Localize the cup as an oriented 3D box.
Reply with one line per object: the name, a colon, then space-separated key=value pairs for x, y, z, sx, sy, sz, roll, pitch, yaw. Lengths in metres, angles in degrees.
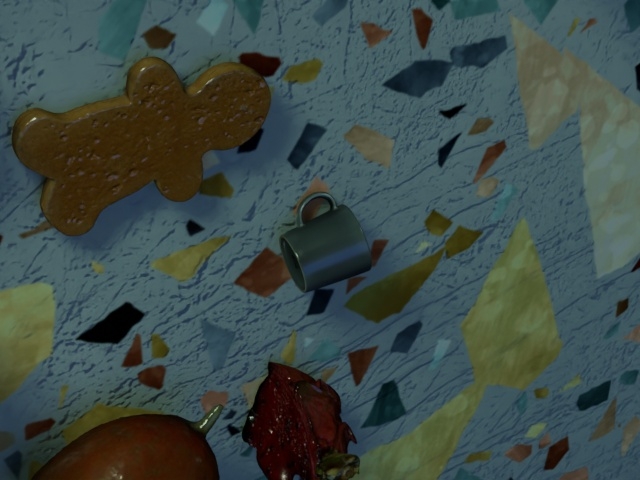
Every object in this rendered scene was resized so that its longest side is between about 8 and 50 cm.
cup: x=0.000 y=0.000 z=1.659 sx=0.077 sy=0.078 sz=0.100 roll=-22 pitch=98 yaw=-14

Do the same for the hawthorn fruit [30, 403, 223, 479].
hawthorn fruit: x=-0.192 y=0.266 z=1.651 sx=0.251 sy=0.199 sz=0.199 roll=-50 pitch=136 yaw=-10

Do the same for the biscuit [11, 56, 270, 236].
biscuit: x=-0.165 y=-0.102 z=1.492 sx=0.250 sy=0.036 sz=0.165 roll=-25 pitch=133 yaw=-12

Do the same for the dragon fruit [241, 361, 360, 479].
dragon fruit: x=-0.023 y=0.226 z=1.723 sx=0.122 sy=0.192 sz=0.092 roll=-21 pitch=139 yaw=-2
